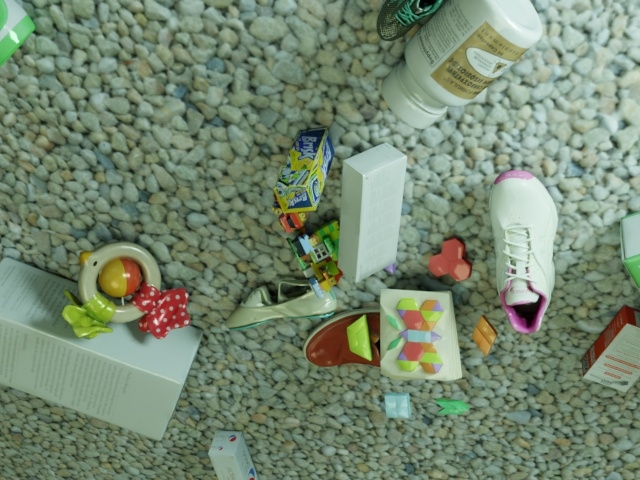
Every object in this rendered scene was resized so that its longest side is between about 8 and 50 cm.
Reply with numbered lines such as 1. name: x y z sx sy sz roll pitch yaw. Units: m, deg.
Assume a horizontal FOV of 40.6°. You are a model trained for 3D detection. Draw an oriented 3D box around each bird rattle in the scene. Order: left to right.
1. bird rattle: -0.386 0.104 1.716 0.253 0.143 0.207 -7 103 -18

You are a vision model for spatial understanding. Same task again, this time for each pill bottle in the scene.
1. pill bottle: 0.199 -0.271 1.267 0.131 0.131 0.229 36 129 -16

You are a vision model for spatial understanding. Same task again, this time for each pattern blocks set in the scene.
1. pattern blocks set: 0.183 0.174 1.610 0.285 0.026 0.325 -14 93 24

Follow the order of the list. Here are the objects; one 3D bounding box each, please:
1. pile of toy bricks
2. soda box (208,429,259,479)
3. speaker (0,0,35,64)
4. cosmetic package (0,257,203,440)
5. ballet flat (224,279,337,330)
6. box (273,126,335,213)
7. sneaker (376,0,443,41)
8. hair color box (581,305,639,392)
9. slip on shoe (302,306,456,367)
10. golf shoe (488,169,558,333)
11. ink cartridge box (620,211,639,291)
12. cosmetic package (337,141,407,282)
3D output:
1. pile of toy bricks: 0.000 0.000 1.581 0.105 0.118 0.212 -28 113 -5
2. soda box: -0.209 0.561 2.114 0.069 0.074 0.216 -1 129 15
3. speaker: -0.603 -0.405 1.364 0.131 0.131 0.296 -32 116 34
4. cosmetic package: -0.507 0.236 1.857 0.453 0.162 0.230 22 131 -4
5. ballet flat: -0.086 0.121 1.719 0.248 0.086 0.086 -10 126 20
6. box: -0.023 -0.118 1.428 0.059 0.169 0.054 -5 129 19
7. sneaker: 0.137 -0.346 1.256 0.065 0.076 0.166 36 129 -15
8. hair color box: 0.574 0.206 1.628 0.093 0.053 0.167 19 130 -4
9. slip on shoe: 0.108 0.202 1.713 0.331 0.101 0.123 -13 127 25
10. golf shoe: 0.350 0.026 1.477 0.115 0.140 0.306 -4 127 20
11. ink cartridge box: 0.657 0.066 1.441 0.211 0.122 0.289 -21 121 29
12. cosmetic package: 0.086 -0.046 1.504 0.060 0.098 0.239 39 142 35
